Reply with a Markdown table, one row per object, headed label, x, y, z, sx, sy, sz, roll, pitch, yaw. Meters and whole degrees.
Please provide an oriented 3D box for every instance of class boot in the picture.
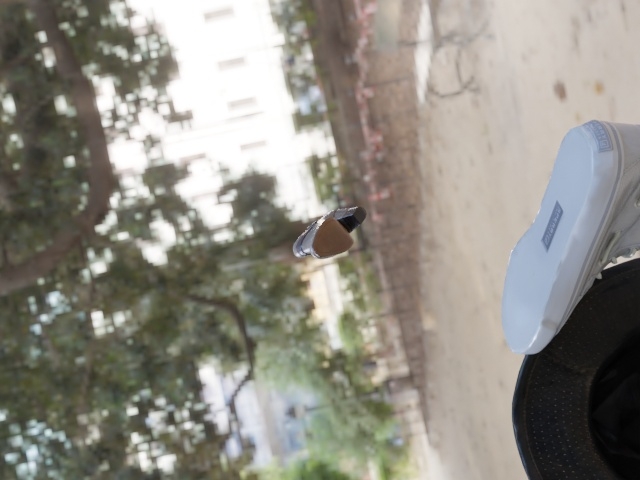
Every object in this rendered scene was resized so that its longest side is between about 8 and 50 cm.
| label | x | y | z | sx | sy | sz | roll | pitch | yaw |
| --- | --- | --- | --- | --- | --- | --- | --- | --- | --- |
| boot | 0.000 | 0.000 | 1.488 | 0.118 | 0.087 | 0.042 | -37 | -82 | -46 |
| boot | 0.248 | 0.006 | 1.146 | 0.258 | 0.123 | 0.095 | 106 | 158 | -45 |

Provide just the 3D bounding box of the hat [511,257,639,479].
| label | x | y | z | sx | sy | sz | roll | pitch | yaw |
| --- | --- | --- | --- | --- | --- | --- | --- | --- | --- |
| hat | 0.348 | 0.164 | 1.275 | 0.134 | 0.331 | 0.331 | 66 | -167 | -82 |
